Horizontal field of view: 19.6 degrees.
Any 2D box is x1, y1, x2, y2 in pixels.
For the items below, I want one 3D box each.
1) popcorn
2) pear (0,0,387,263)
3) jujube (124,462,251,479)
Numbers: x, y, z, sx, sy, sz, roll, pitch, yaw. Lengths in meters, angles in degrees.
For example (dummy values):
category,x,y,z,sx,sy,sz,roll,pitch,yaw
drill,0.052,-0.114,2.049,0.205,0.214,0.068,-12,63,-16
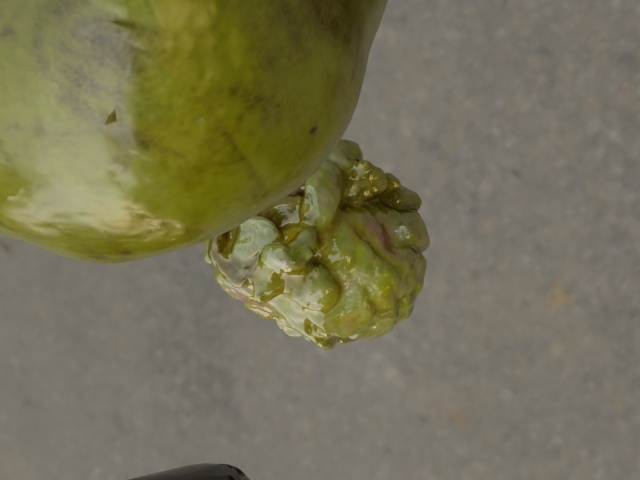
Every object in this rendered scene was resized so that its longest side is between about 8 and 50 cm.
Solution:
category,x,y,z,sx,sy,sz,roll,pitch,yaw
popcorn,0.000,0.000,1.953,0.259,0.212,0.259,30,164,9
pear,-0.111,-0.151,0.936,0.287,0.287,0.375,25,151,25
jujube,-0.131,0.327,1.262,0.258,0.258,0.377,40,99,6
